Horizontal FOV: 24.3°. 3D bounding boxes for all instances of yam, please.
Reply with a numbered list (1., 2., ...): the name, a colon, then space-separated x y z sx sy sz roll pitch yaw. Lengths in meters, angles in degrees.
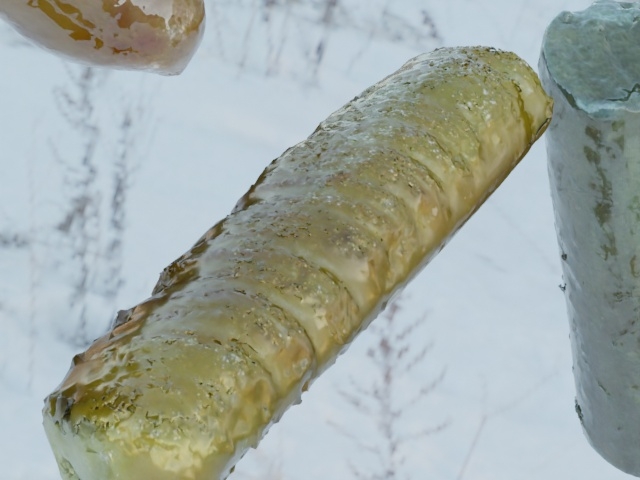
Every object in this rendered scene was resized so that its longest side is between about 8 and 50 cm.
1. yam: 0.164 0.005 0.747 0.093 0.259 0.093 -9 38 7

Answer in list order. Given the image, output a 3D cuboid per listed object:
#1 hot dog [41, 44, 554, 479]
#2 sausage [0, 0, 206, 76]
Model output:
1. hot dog: 0.001 0.000 0.560 0.289 0.083 0.068 -43 107 -45
2. sausage: -0.179 -0.166 0.772 0.270 0.109 0.109 25 15 -27
